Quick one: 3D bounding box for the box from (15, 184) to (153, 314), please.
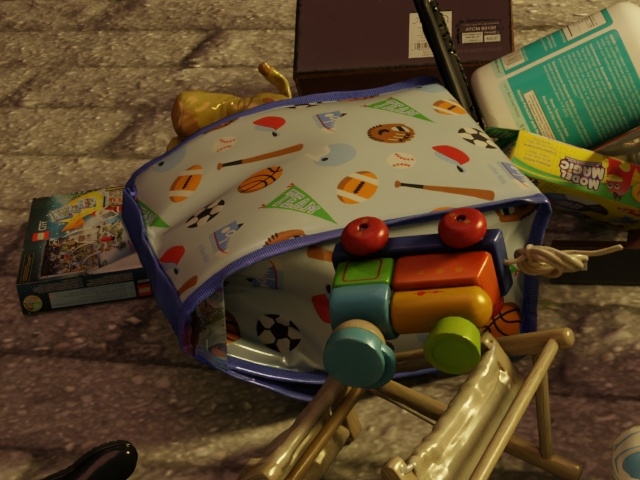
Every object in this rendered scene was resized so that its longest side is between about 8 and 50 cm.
[{"bbox_3d":[-0.286,0.005,1.791,0.159,0.044,0.233,-8,28,-1],"label":"box"}]

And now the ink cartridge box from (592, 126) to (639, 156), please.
[{"bbox_3d":[0.415,-0.145,1.530,0.239,0.060,0.275,-8,-5,-9],"label":"ink cartridge box"}]

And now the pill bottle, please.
[{"bbox_3d":[0.324,-0.190,1.718,0.264,0.146,0.146,-24,26,12],"label":"pill bottle"}]

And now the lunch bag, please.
[{"bbox_3d":[0.000,0.000,1.534,0.385,0.239,0.328,-8,29,-16],"label":"lunch bag"}]

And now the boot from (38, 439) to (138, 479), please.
[{"bbox_3d":[-0.213,0.243,1.338,0.121,0.045,0.099,-25,30,-15],"label":"boot"}]

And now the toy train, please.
[{"bbox_3d":[0.125,0.053,1.205,0.248,0.105,0.143,-5,37,17],"label":"toy train"}]

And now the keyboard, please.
[{"bbox_3d":[0.168,-0.181,1.737,0.033,0.317,0.201,-21,28,5],"label":"keyboard"}]

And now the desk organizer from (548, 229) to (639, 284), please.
[{"bbox_3d":[0.324,0.017,1.609,0.130,0.047,0.050,1,27,15],"label":"desk organizer"}]

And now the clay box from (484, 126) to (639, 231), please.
[{"bbox_3d":[0.274,-0.066,1.598,0.222,0.053,0.127,15,-9,-5],"label":"clay box"}]

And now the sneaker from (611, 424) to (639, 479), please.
[{"bbox_3d":[0.371,0.203,1.237,0.237,0.085,0.086,-2,55,4],"label":"sneaker"}]

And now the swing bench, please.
[{"bbox_3d":[0.064,0.191,1.237,0.255,0.165,0.253,7,32,26],"label":"swing bench"}]

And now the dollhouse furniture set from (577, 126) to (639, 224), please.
[{"bbox_3d":[0.424,-0.118,1.813,0.198,0.151,0.301,-16,47,19],"label":"dollhouse furniture set"}]

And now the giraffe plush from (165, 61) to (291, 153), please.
[{"bbox_3d":[-0.077,-0.106,1.797,0.210,0.181,0.170,-28,30,-3],"label":"giraffe plush"}]

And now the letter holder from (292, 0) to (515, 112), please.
[{"bbox_3d":[0.128,-0.247,2.066,0.302,0.214,0.152,-3,61,9],"label":"letter holder"}]
